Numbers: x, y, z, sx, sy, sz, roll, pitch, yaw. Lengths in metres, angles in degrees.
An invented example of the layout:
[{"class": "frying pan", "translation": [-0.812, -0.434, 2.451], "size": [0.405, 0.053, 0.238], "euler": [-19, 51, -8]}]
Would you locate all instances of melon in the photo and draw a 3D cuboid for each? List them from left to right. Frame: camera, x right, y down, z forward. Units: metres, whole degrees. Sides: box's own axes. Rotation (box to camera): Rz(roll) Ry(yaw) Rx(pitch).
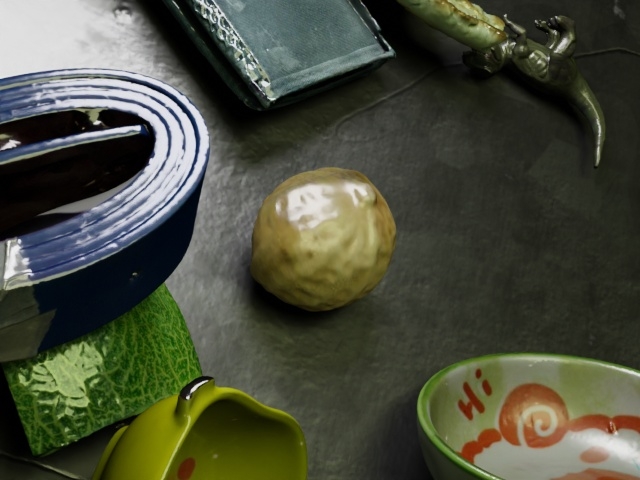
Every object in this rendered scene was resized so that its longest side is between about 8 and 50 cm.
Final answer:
[{"class": "melon", "translation": [-0.251, 0.029, 1.410], "size": [0.196, 0.124, 0.323], "euler": [-17, 74, -43]}]

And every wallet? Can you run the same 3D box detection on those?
[{"class": "wallet", "translation": [-0.089, -0.299, 1.723], "size": [0.237, 0.075, 0.342], "euler": [-28, 77, -44]}]

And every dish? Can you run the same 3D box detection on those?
[{"class": "dish", "translation": [-0.121, 0.226, 1.334], "size": [0.262, 0.108, 0.221], "euler": [51, 55, -54]}, {"class": "dish", "translation": [0.248, 0.233, 1.530], "size": [0.324, 0.124, 0.324], "euler": [5, 21, -2]}]

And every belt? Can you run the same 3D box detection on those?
[{"class": "belt", "translation": [-0.255, -0.020, 1.295], "size": [0.347, 0.117, 0.212], "euler": [-21, 62, -27]}]

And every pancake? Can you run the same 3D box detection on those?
[{"class": "pancake", "translation": [0.067, -0.346, 1.818], "size": [0.376, 0.054, 0.197], "euler": [46, 30, 12]}]

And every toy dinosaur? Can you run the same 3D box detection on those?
[{"class": "toy dinosaur", "translation": [0.251, -0.181, 1.880], "size": [0.187, 0.087, 0.179], "euler": [4, 91, -9]}]

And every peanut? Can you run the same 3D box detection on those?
[{"class": "peanut", "translation": [0.000, 0.000, 1.581], "size": [0.159, 0.109, 0.140], "euler": [-24, 66, -24]}]
